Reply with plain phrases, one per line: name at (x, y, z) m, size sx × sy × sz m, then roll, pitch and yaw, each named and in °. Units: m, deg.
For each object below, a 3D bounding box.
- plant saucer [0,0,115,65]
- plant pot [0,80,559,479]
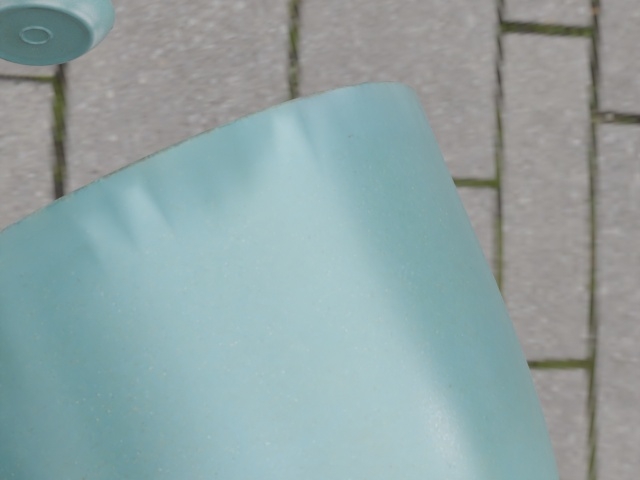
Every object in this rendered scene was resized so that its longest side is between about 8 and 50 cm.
plant saucer at (-0.215, -0.162, 1.404) m, size 0.119 × 0.119 × 0.021 m, roll 11°, pitch 61°, yaw -25°
plant pot at (-0.034, 0.108, 0.769) m, size 0.293 × 0.293 × 0.235 m, roll -25°, pitch 82°, yaw -23°
